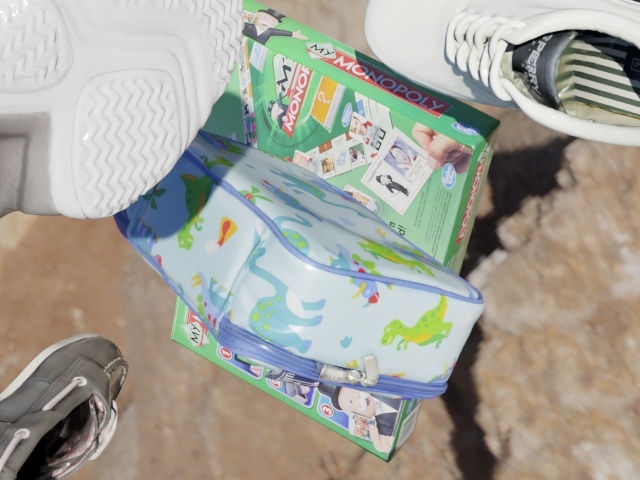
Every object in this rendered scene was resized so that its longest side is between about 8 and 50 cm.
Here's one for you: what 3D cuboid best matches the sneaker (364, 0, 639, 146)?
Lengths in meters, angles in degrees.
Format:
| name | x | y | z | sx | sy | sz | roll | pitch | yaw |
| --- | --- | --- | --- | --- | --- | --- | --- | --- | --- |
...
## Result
| name | x | y | z | sx | sy | sz | roll | pitch | yaw |
| --- | --- | --- | --- | --- | --- | --- | --- | --- | --- |
| sneaker | 0.121 | -0.115 | 0.958 | 0.258 | 0.091 | 0.094 | 14 | 107 | 36 |

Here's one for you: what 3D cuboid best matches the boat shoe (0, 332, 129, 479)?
| name | x | y | z | sx | sy | sz | roll | pitch | yaw |
| --- | --- | --- | --- | --- | --- | --- | --- | --- | --- |
| boat shoe | -0.218 | 0.161 | 1.256 | 0.095 | 0.335 | 0.112 | 27 | 110 | 14 |

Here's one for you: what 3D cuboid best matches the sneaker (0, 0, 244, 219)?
| name | x | y | z | sx | sy | sz | roll | pitch | yaw |
| --- | --- | --- | --- | --- | --- | --- | --- | --- | --- |
| sneaker | -0.163 | -0.046 | 0.626 | 0.268 | 0.101 | 0.153 | -40 | 39 | -27 |

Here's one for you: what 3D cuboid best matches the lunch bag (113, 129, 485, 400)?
| name | x | y | z | sx | sy | sz | roll | pitch | yaw |
| --- | --- | --- | --- | --- | --- | --- | --- | --- | --- |
| lunch bag | -0.014 | 0.014 | 1.031 | 0.219 | 0.176 | 0.090 | 39 | 109 | 46 |

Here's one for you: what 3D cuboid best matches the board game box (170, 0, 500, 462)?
| name | x | y | z | sx | sy | sz | roll | pitch | yaw |
| --- | --- | --- | --- | --- | --- | --- | --- | --- | --- |
| board game box | 0.000 | 0.000 | 1.242 | 0.213 | 0.317 | 0.046 | 29 | 43 | 18 |
